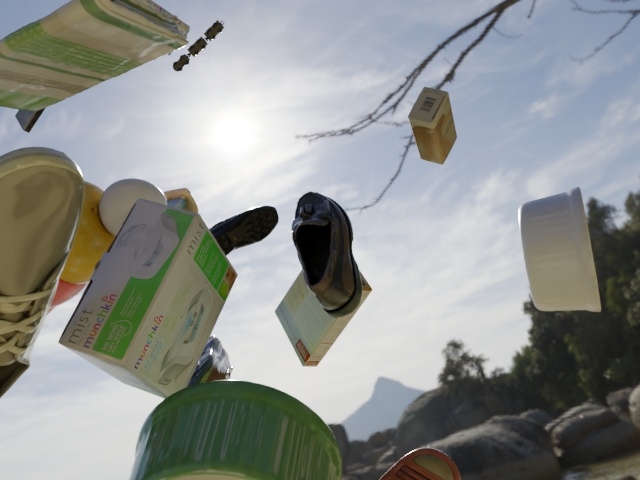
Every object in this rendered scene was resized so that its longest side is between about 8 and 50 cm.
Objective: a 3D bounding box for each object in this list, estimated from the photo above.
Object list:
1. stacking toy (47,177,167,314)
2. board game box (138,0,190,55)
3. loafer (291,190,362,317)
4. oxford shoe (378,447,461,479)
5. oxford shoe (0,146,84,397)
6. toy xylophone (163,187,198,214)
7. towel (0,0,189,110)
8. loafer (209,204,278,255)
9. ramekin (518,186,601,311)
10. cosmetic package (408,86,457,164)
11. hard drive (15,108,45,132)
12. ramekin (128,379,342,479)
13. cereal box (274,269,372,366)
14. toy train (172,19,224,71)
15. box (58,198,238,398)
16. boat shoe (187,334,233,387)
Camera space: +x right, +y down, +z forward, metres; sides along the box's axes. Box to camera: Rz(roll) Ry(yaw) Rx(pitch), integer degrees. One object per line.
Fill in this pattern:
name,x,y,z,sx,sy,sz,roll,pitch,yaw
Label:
stacking toy,-0.505,-0.009,1.190,0.479,0.351,0.350,-15,-19,17
board game box,-0.447,-0.582,1.627,0.154,0.026,0.103,28,-46,-33
loafer,0.000,0.000,0.971,0.096,0.268,0.084,-36,-48,17
oxford shoe,0.104,0.494,0.933,0.397,0.140,0.146,-63,-23,4
oxford shoe,-0.414,0.075,0.784,0.169,0.130,0.449,2,-49,-51
toy xylophone,-0.461,0.005,1.623,0.236,0.323,0.081,-12,-47,35
towel,-0.181,-0.129,0.417,0.152,0.023,0.113,-17,1,16
loafer,-0.183,-0.017,1.252,0.223,0.076,0.078,-32,29,-35
ramekin,0.532,0.028,1.345,0.135,0.277,0.277,-10,-17,23
cosmetic package,0.172,-0.171,0.911,0.041,0.060,0.115,21,-15,27
hard drive,-0.769,-0.368,1.625,0.135,0.094,0.022,-52,-39,9
ramekin,-0.122,0.356,0.819,0.303,0.303,0.148,-20,23,12
cereal box,-0.001,0.134,1.318,0.047,0.173,0.240,10,-55,-39
toy train,-0.281,-0.449,1.392,0.158,0.027,0.036,-43,21,3
box,-0.272,0.104,1.004,0.126,0.262,0.231,15,-26,16
boat shoe,-0.250,0.317,1.350,0.122,0.120,0.324,-35,9,7
